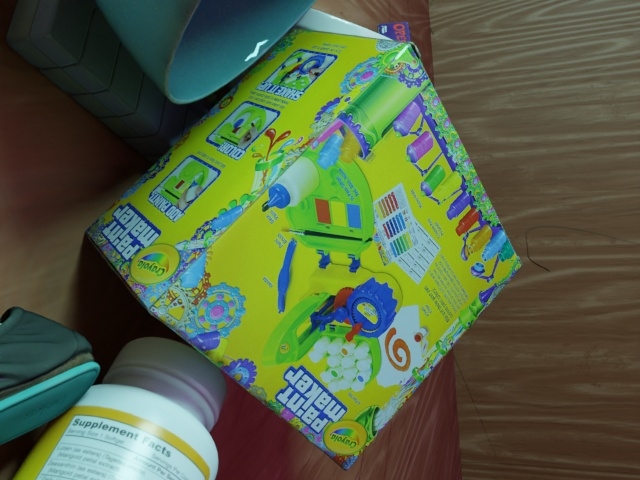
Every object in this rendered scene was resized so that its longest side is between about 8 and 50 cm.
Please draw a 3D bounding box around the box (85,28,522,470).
[{"bbox_3d":[0.000,0.010,0.587,0.279,0.177,0.290,-47,129,-11],"label":"box"}]

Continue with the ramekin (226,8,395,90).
[{"bbox_3d":[-0.016,-0.205,0.715,0.109,0.207,0.207,-70,166,15],"label":"ramekin"}]

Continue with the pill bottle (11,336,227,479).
[{"bbox_3d":[-0.157,0.196,0.454,0.245,0.136,0.136,-70,151,-48],"label":"pill bottle"}]

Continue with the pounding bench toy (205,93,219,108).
[{"bbox_3d":[-0.103,-0.145,0.759,0.052,0.065,0.083,-73,152,-44],"label":"pounding bench toy"}]

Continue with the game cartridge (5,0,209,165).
[{"bbox_3d":[-0.168,-0.276,0.607,0.230,0.068,0.355,54,38,-64],"label":"game cartridge"}]

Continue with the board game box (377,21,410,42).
[{"bbox_3d":[0.113,-0.110,0.901,0.347,0.056,0.208,81,11,-56],"label":"board game box"}]

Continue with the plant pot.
[{"bbox_3d":[-0.079,-0.272,0.440,0.195,0.290,0.290,43,29,-4],"label":"plant pot"}]

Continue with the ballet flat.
[{"bbox_3d":[-0.233,0.095,0.328,0.095,0.096,0.280,-50,176,10],"label":"ballet flat"}]
